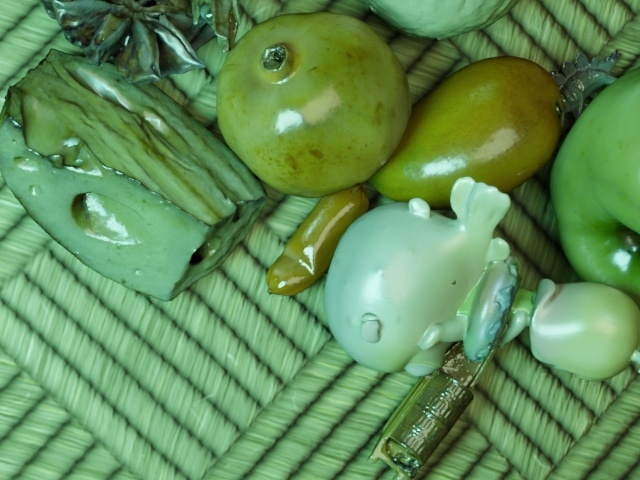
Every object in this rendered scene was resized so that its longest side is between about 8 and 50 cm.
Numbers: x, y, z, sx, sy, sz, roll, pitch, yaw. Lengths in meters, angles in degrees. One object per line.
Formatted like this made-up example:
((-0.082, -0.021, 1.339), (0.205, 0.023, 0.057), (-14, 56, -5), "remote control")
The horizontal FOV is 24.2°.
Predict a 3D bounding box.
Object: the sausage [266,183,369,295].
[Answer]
((0.000, 0.000, 1.831), (0.062, 0.054, 0.183), (32, 82, 23), "sausage")

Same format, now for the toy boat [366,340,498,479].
((0.147, 0.201, 1.846), (0.068, 0.088, 0.226), (40, 82, -9), "toy boat")

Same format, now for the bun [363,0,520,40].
((0.149, -0.424, 1.784), (0.349, 0.227, 0.353), (19, 87, -14), "bun")

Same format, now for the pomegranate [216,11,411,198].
((-0.010, -0.156, 1.746), (0.233, 0.233, 0.233), (0, 89, -14), "pomegranate")

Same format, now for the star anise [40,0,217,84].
((-0.218, -0.244, 1.739), (0.231, 0.209, 0.089), (20, 126, -27), "star anise")

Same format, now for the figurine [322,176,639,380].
((0.206, 0.059, 1.736), (0.394, 0.227, 0.275), (17, 127, 8), "figurine")

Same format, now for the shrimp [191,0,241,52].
((-0.086, -0.365, 1.744), (0.077, 0.168, 0.317), (27, 56, -50), "shrimp")

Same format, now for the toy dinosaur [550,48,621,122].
((0.319, -0.180, 1.915), (0.082, 0.039, 0.209), (43, 70, -7), "toy dinosaur")

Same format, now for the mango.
((0.185, -0.121, 1.820), (0.254, 0.175, 0.139), (-37, 126, -7), "mango")

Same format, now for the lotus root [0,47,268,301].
((-0.233, -0.072, 1.742), (0.314, 0.142, 0.210), (39, 40, -4), "lotus root")

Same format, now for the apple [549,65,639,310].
((0.462, -0.062, 1.795), (0.357, 0.357, 0.357), (0, 89, -14), "apple")
